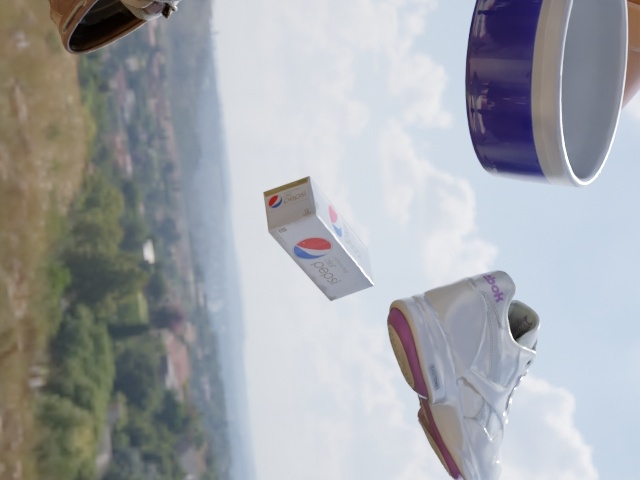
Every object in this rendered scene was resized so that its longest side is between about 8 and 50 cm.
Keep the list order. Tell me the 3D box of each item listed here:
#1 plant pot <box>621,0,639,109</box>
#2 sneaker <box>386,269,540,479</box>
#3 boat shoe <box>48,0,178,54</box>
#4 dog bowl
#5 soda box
[{"bbox_3d":[0.380,-0.304,1.763,0.291,0.291,0.203,-102,-151,-56],"label":"plant pot"},{"bbox_3d":[0.169,0.151,1.246,0.114,0.152,0.305,58,-8,43],"label":"sneaker"},{"bbox_3d":[-0.191,-0.309,1.403,0.123,0.324,0.116,12,62,-47],"label":"boat shoe"},{"bbox_3d":[0.255,-0.194,1.344,0.265,0.104,0.265,-25,118,-59],"label":"dog bowl"},{"bbox_3d":[0.000,0.000,1.685,0.216,0.074,0.069,50,26,-52],"label":"soda box"}]
